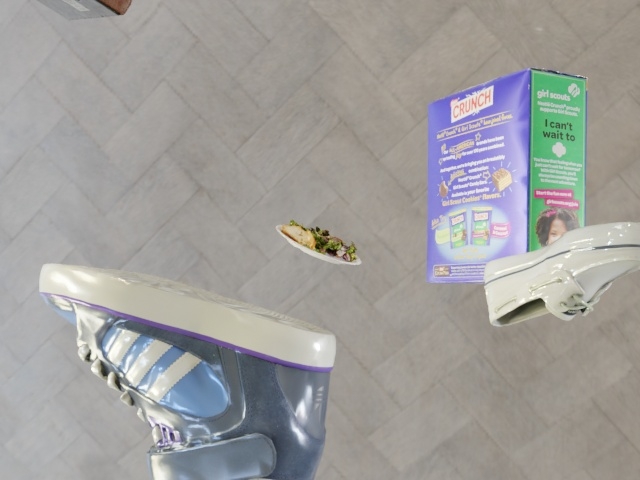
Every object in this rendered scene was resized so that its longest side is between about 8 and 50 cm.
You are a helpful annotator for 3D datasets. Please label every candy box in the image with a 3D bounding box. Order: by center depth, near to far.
[{"bbox_3d":[0.290,-0.089,1.291,0.122,0.268,0.317,2,86,-26],"label":"candy box"}]

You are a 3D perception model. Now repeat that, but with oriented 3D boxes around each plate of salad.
[{"bbox_3d":[0.000,0.000,1.728,0.200,0.200,0.048,24,100,7],"label":"plate of salad"}]

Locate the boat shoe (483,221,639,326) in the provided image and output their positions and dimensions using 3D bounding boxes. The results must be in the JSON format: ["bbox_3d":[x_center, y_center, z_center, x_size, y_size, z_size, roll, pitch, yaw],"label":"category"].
[{"bbox_3d":[0.251,0.043,0.802,0.083,0.226,0.076,10,72,-22],"label":"boat shoe"}]

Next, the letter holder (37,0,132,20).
[{"bbox_3d":[-0.232,-0.343,0.764,0.152,0.302,0.214,29,90,-28],"label":"letter holder"}]

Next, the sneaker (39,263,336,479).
[{"bbox_3d":[-0.151,0.162,0.754,0.323,0.130,0.236,14,90,19],"label":"sneaker"}]
